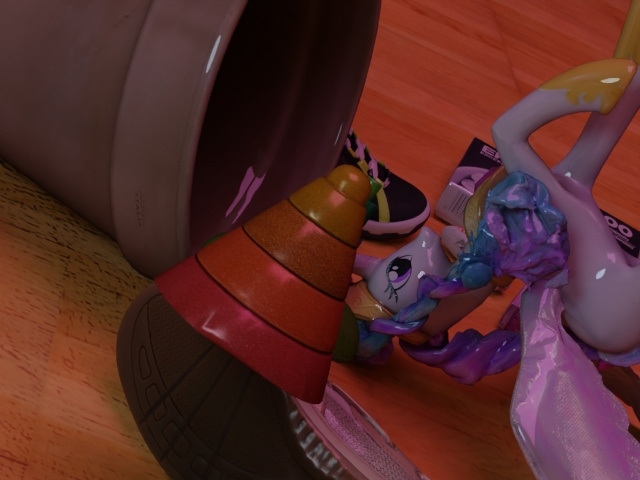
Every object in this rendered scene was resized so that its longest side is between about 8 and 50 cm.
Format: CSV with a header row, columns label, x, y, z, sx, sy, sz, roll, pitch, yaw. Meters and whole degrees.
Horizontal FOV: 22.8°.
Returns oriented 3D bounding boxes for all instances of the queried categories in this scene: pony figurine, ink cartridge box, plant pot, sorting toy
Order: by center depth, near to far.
label,x,y,z,sx,sy,sz,roll,pitch,yaw
sorting toy,0.000,0.000,1.039,0.127,0.126,0.365,36,8,2
plant pot,-0.143,-0.144,1.195,0.280,0.323,0.323,19,23,17
pony figurine,0.210,0.041,1.206,0.351,0.363,0.303,47,19,-1
ink cartridge box,0.227,-0.025,1.603,0.206,0.045,0.208,31,25,2

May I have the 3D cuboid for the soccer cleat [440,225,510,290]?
label,x,y,z,sx,sy,sz,roll,pitch,yaw
soccer cleat,0.141,0.016,1.460,0.083,0.029,0.035,44,25,16

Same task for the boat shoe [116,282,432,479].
label,x,y,z,sx,sy,sz,roll,pitch,yaw
boat shoe,-0.009,0.140,1.014,0.302,0.109,0.098,41,16,21

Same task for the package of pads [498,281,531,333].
label,x,y,z,sx,sy,sz,roll,pitch,yaw
package of pads,0.195,0.066,1.423,0.050,0.032,0.083,33,26,8

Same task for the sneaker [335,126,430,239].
label,x,y,z,sx,sy,sz,roll,pitch,yaw
sneaker,0.005,-0.079,1.409,0.234,0.097,0.084,22,28,-17
